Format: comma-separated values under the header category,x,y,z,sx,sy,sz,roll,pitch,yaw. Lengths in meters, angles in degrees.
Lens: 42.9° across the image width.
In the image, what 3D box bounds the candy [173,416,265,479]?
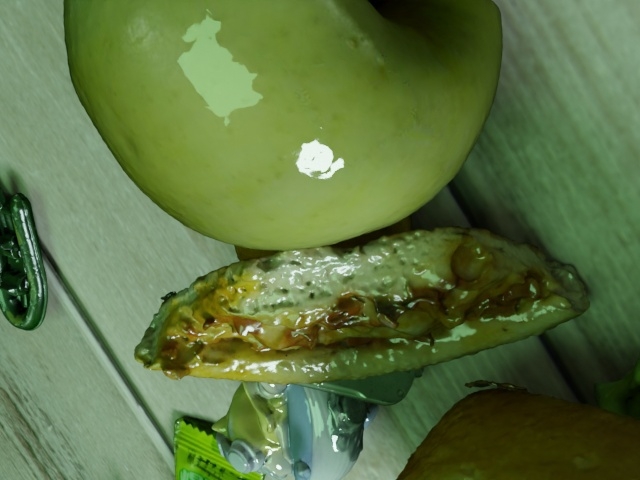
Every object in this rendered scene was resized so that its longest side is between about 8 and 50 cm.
category,x,y,z,sx,sy,sz,roll,pitch,yaw
candy,-0.123,0.348,1.009,0.149,0.069,0.246,13,120,33

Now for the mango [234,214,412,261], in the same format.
category,x,y,z,sx,sy,sz,roll,pitch,yaw
mango,0.000,0.000,0.728,0.190,0.075,0.098,-10,115,32

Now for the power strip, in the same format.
category,x,y,z,sx,sy,sz,roll,pitch,yaw
power strip,-0.017,0.090,0.737,0.226,0.080,0.029,14,164,-3

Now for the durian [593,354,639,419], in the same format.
category,x,y,z,sx,sy,sz,roll,pitch,yaw
durian,0.310,0.102,0.548,0.250,0.101,0.139,-45,52,41

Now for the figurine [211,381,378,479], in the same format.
category,x,y,z,sx,sy,sz,roll,pitch,yaw
figurine,-0.033,0.164,0.811,0.183,0.128,0.209,-8,101,41

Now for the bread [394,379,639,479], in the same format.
category,x,y,z,sx,sy,sz,roll,pitch,yaw
bread,0.203,0.287,0.579,0.398,0.215,0.398,30,151,19

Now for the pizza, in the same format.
category,x,y,z,sx,sy,sz,roll,pitch,yaw
pizza,0.025,0.056,0.637,0.365,0.074,0.182,-5,153,1

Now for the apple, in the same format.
category,x,y,z,sx,sy,sz,roll,pitch,yaw
apple,-0.027,-0.136,0.554,0.254,0.292,0.292,-15,105,45

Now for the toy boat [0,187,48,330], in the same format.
category,x,y,z,sx,sy,sz,roll,pitch,yaw
toy boat,-0.389,0.021,1.031,0.104,0.052,0.210,14,121,27
